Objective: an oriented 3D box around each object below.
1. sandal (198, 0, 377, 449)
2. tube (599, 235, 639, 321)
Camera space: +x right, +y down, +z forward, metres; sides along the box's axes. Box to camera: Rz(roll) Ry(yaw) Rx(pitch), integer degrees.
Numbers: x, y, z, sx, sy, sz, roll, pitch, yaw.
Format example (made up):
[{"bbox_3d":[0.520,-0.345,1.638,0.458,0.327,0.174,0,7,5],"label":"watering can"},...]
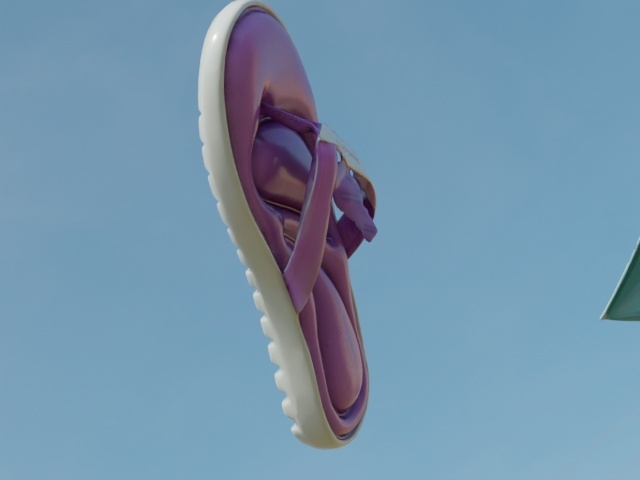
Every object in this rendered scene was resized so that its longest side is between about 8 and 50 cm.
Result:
[{"bbox_3d":[0.004,-0.009,1.008,0.102,0.169,0.416,0,-55,21],"label":"sandal"},{"bbox_3d":[0.232,0.019,0.610,0.207,0.052,0.080,12,-77,-28],"label":"tube"}]
